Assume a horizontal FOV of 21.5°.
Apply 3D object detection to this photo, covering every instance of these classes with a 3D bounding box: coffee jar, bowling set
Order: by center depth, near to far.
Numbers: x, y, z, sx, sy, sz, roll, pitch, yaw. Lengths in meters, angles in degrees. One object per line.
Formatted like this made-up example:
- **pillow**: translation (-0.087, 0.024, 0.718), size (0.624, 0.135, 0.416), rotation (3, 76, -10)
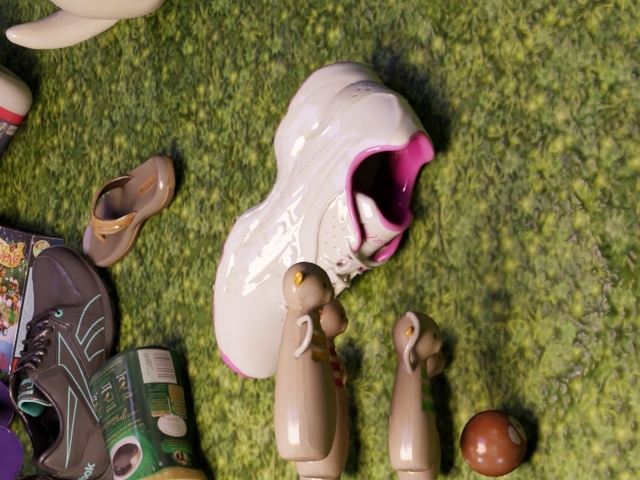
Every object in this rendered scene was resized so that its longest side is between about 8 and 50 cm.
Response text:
- **bowling set**: translation (0.066, 0.118, 1.383), size (0.287, 0.199, 0.154), rotation (88, -177, -76)
- **coffee jar**: translation (-0.167, 0.204, 1.667), size (0.096, 0.079, 0.184), rotation (-36, 58, 36)

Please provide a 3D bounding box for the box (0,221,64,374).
- **box**: translation (-0.390, 0.057, 1.968), size (0.233, 0.044, 0.159), rotation (12, 93, 49)

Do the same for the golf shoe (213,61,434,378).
- **golf shoe**: translation (0.000, 0.000, 1.488), size (0.140, 0.115, 0.306), rotation (36, 112, 41)

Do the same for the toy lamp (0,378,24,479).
- **toy lamp**: translation (-0.366, 0.200, 1.828), size (0.274, 0.080, 0.080), rotation (-142, 64, -75)

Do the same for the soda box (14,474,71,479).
- **soda box**: translation (-0.335, 0.285, 1.776), size (0.053, 0.169, 0.060), rotation (51, 122, 37)

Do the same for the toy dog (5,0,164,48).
- **toy dog**: translation (-0.302, -0.383, 1.659), size (0.395, 0.408, 0.285), rotation (-43, 54, 36)

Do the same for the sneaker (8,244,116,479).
- **sneaker**: translation (-0.271, 0.125, 1.771), size (0.101, 0.106, 0.267), rotation (-38, 60, 42)

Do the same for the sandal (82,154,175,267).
- **sandal**: translation (-0.211, -0.035, 1.773), size (0.180, 0.049, 0.072), rotation (-41, 55, 45)

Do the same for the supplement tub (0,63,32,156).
- **supplement tub**: translation (-0.473, -0.105, 1.933), size (0.191, 0.191, 0.272), rotation (35, 94, 45)
